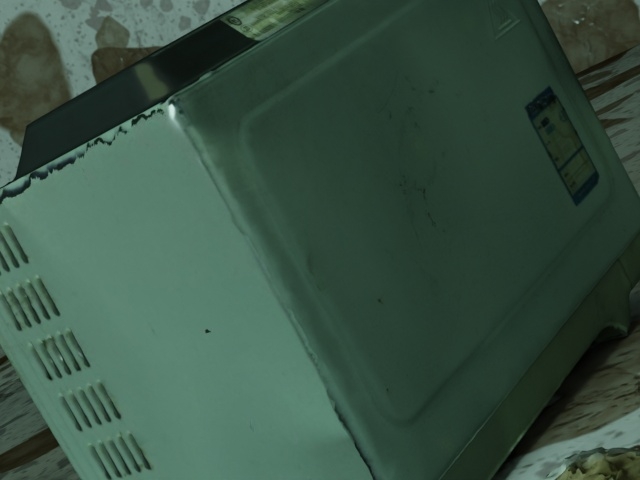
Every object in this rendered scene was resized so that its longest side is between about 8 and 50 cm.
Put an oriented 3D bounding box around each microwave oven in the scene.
[{"bbox_3d":[0.000,0.000,0.910,0.218,0.286,0.355,-22,12,39],"label":"microwave oven"}]

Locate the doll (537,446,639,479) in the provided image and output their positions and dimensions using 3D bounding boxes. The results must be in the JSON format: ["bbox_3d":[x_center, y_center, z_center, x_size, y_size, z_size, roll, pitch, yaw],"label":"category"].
[{"bbox_3d":[0.158,0.080,0.442,0.221,0.105,0.115,-27,45,2],"label":"doll"}]
